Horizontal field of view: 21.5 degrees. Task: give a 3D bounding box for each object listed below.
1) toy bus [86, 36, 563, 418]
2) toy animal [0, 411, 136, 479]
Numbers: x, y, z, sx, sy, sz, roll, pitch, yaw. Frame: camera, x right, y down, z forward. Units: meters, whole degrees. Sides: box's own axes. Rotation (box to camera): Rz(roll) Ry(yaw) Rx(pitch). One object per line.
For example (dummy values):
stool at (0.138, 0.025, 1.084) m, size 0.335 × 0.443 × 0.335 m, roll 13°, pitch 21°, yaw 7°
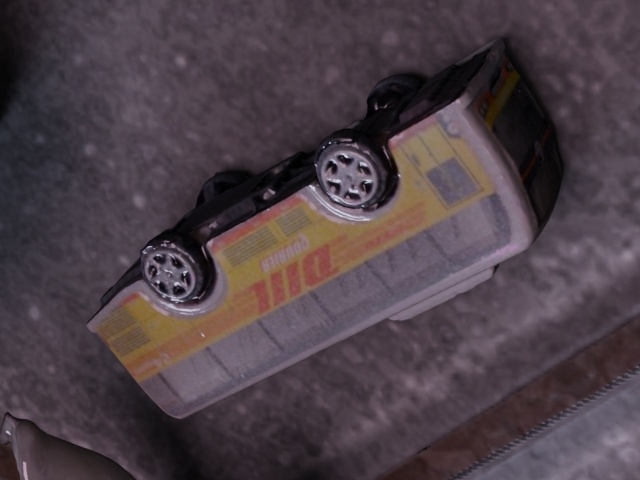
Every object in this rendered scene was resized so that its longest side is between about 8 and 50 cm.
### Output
toy bus at (0.000, 0.000, 0.863) m, size 0.268 × 0.092 × 0.106 m, roll -29°, pitch 105°, yaw 32°
toy animal at (-0.119, 0.245, 0.982) m, size 0.208 × 0.154 × 0.325 m, roll 17°, pitch 119°, yaw 17°
